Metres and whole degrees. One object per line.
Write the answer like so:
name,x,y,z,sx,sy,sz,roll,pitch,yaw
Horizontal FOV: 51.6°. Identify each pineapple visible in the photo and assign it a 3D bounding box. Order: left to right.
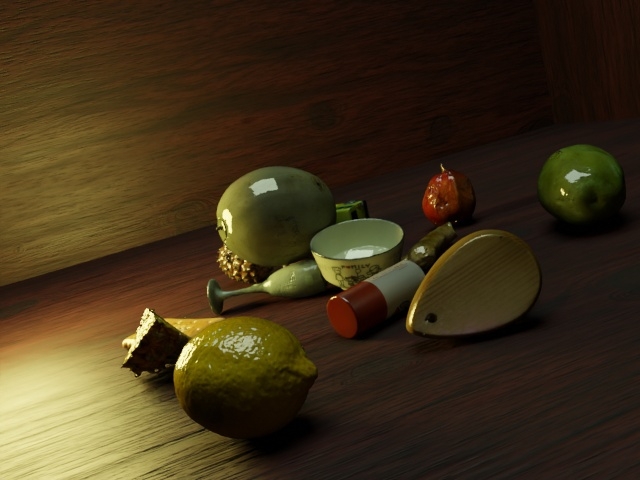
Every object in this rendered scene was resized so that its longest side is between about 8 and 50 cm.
pineapple,-0.336,0.245,1.420,0.140,0.164,0.249,-58,19,-12
pineapple,-0.239,0.056,2.030,0.193,0.166,0.166,-9,12,40

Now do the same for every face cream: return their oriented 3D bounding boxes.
face cream,0.122,0.121,1.389,0.214,0.096,0.095,-23,14,-37

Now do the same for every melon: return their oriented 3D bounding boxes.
melon,-0.121,-0.062,1.771,0.329,0.269,0.268,-7,8,-20

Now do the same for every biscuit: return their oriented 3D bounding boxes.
biscuit,-0.365,0.229,1.648,0.249,0.030,0.160,-5,14,39

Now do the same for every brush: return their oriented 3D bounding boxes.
brush,0.270,0.090,1.229,0.266,0.174,0.166,-30,-2,2

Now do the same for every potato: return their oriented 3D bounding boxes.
potato,0.673,-0.140,1.709,0.215,0.216,0.304,-12,22,11

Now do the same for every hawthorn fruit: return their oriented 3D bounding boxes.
hawthorn fruit,0.405,-0.128,2.077,0.173,0.179,0.174,9,31,-5

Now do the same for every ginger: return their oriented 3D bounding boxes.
ginger,0.293,0.018,1.759,0.117,0.065,0.298,-23,4,36

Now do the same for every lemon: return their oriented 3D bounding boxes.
lemon,-0.121,0.211,1.022,0.256,0.189,0.188,-8,13,28

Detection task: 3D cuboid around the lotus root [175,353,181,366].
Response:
lotus root,-0.228,0.244,1.269,0.108,0.095,0.190,23,-18,-22

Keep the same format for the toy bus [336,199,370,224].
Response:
toy bus,0.033,-0.057,2.311,0.261,0.128,0.150,-6,13,34

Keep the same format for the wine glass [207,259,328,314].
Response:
wine glass,-0.145,0.147,1.656,0.309,0.096,0.264,-11,17,11

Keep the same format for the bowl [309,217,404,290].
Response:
bowl,0.098,0.045,1.649,0.237,0.127,0.238,-9,25,4

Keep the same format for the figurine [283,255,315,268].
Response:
figurine,0.000,0.000,1.979,0.287,0.186,0.176,-2,49,-21
